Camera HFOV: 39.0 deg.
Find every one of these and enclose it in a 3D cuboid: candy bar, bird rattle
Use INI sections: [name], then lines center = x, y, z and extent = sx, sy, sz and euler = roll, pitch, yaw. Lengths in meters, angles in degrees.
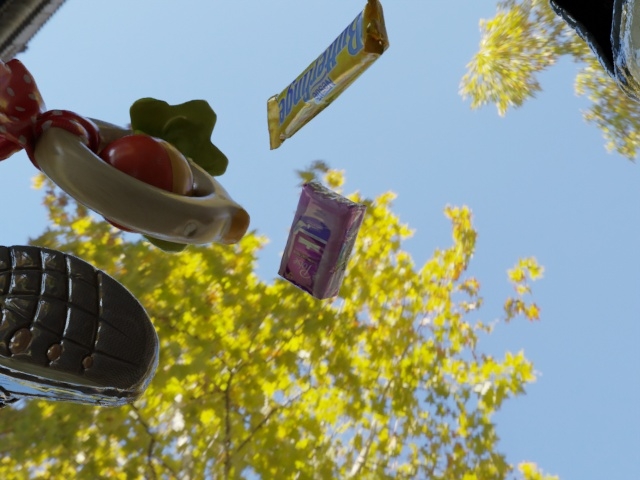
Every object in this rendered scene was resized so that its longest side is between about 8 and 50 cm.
[candy bar]
center = 0.001, -0.103, 0.575
extent = 0.018, 0.161, 0.040
euler = 5, -107, -25
[bird rattle]
center = -0.163, -0.069, 0.737
extent = 0.207, 0.253, 0.143
euler = 37, -83, 37

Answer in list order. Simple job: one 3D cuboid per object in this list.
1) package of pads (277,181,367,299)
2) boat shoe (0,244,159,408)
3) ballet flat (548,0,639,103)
[package of pads]
center = 0.000, 0.000, 0.713
extent = 0.050, 0.032, 0.083
euler = 29, -68, 30
[boat shoe]
center = -0.305, 0.082, 0.846
extent = 0.356, 0.132, 0.130
euler = 16, -46, 18
[ballet flat]
center = 0.121, -0.089, 0.370
extent = 0.049, 0.173, 0.057
euler = 11, -73, 7
